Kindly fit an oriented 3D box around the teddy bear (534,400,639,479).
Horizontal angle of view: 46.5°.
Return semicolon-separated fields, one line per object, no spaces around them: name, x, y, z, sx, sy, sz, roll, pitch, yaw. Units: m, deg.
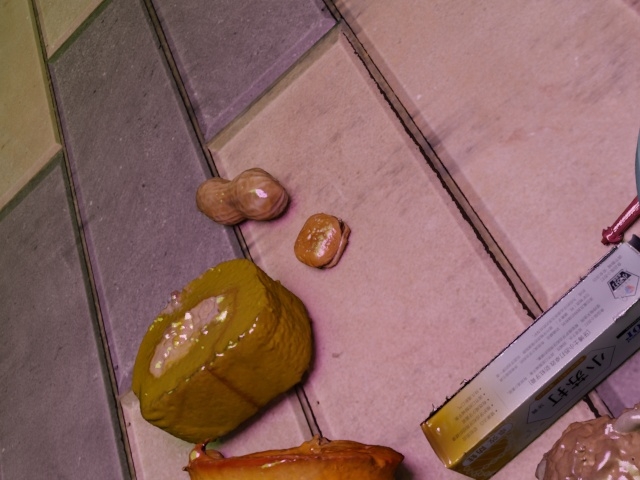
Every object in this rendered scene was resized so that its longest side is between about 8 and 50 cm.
teddy bear;0.282;0.278;0.661;0.267;0.156;0.256;-55;44;45

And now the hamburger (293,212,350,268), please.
hamburger;0.000;0.000;1.085;0.076;0.044;0.083;15;82;42

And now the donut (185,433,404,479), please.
donut;-0.028;0.277;0.852;0.253;0.253;0.118;-19;69;30

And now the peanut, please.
peanut;-0.131;-0.071;1.197;0.192;0.089;0.089;-4;67;36

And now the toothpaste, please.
toothpaste;0.250;0.130;0.799;0.313;0.089;0.071;-46;42;12

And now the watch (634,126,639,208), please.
watch;0.418;-0.075;0.750;0.195;0.068;0.237;-13;62;14

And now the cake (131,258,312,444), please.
cake;-0.143;0.154;1.052;0.260;0.156;0.179;-36;36;13

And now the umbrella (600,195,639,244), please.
umbrella;0.374;-0.058;0.832;0.027;0.025;0.165;45;103;22

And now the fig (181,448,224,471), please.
fig;-0.168;0.324;1.063;0.083;0.050;0.050;-22;56;45
